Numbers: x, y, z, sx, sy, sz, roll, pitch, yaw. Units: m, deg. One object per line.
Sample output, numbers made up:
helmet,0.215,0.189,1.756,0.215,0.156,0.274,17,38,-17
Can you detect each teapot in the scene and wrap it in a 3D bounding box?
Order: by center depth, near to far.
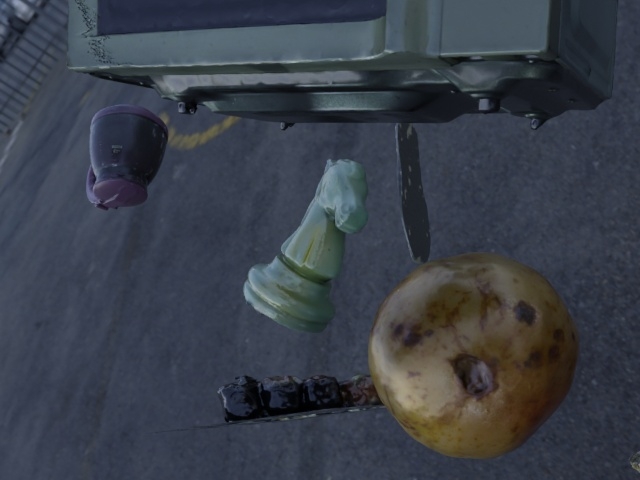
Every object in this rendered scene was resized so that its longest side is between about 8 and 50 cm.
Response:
teapot,-0.307,-0.119,1.203,0.148,0.116,0.145,-8,61,16

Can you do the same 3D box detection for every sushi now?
sushi,-0.031,0.224,1.173,0.340,0.320,0.068,-16,74,36

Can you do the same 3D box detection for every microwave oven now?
microwave oven,0.029,-0.197,0.611,0.355,0.286,0.218,4,93,26

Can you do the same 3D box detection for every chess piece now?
chess piece,0.000,0.000,1.391,0.298,0.176,0.176,-62,26,9

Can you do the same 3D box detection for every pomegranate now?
pomegranate,0.159,0.118,0.843,0.215,0.215,0.215,-39,31,30

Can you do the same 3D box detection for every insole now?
insole,0.152,-0.083,1.344,0.011,0.081,0.247,-12,77,39

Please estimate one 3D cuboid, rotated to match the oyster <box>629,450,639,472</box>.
oyster,0.576,0.375,1.385,0.083,0.038,0.080,-32,-14,-3
